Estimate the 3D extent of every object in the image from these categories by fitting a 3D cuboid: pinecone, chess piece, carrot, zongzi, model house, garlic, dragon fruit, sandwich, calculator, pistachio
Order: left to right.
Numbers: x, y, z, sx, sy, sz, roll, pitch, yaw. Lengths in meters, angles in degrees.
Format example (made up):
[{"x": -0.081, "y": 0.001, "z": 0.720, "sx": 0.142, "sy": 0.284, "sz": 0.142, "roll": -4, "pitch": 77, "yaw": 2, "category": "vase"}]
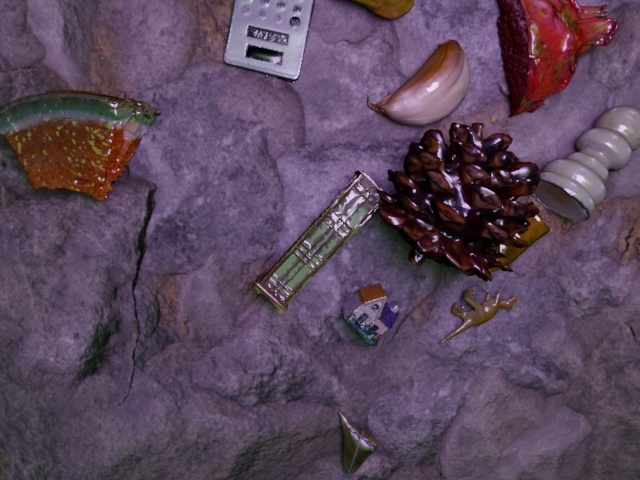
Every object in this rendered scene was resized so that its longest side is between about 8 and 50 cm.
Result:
[{"x": -0.484, "y": -0.194, "z": 0.836, "sx": 0.292, "sy": 0.109, "sz": 0.212, "roll": 13, "pitch": 98, "yaw": -5, "category": "sandwich"}, {"x": -0.093, "y": -0.459, "z": 0.854, "sx": 0.161, "sy": 0.021, "sz": 0.262, "roll": 11, "pitch": 98, "yaw": -4, "category": "calculator"}, {"x": 0.060, "y": 0.467, "z": 0.996, "sx": 0.113, "sy": 0.052, "sz": 0.104, "roll": 37, "pitch": 102, "yaw": 6, "category": "zongzi"}, {"x": 0.096, "y": -0.495, "z": 0.815, "sx": 0.189, "sy": 0.100, "sz": 0.110, "roll": 23, "pitch": 102, "yaw": -4, "category": "pistachio"}, {"x": 0.116, "y": 0.156, "z": 0.925, "sx": 0.100, "sy": 0.088, "sz": 0.101, "roll": -42, "pitch": 102, "yaw": 6, "category": "model house"}, {"x": 0.211, "y": -0.289, "z": 0.847, "sx": 0.206, "sy": 0.115, "sz": 0.128, "roll": -33, "pitch": 105, "yaw": 6, "category": "garlic"}, {"x": 0.265, "y": -0.074, "z": 0.797, "sx": 0.298, "sy": 0.242, "sz": 0.296, "roll": 31, "pitch": 74, "yaw": -24, "category": "pinecone"}, {"x": 0.403, "y": -0.003, "z": 0.915, "sx": 0.173, "sy": 0.082, "sz": 0.082, "roll": -40, "pitch": 98, "yaw": 8, "category": "carrot"}, {"x": 0.458, "y": -0.397, "z": 0.830, "sx": 0.211, "sy": 0.134, "sz": 0.262, "roll": -16, "pitch": 99, "yaw": -3, "category": "dragon fruit"}, {"x": 0.561, "y": -0.168, "z": 0.879, "sx": 0.133, "sy": 0.133, "sz": 0.243, "roll": 42, "pitch": 91, "yaw": -8, "category": "chess piece"}]

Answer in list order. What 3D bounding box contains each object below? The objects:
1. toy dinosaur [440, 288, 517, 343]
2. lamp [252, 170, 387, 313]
[{"x": 0.352, "y": 0.176, "z": 0.963, "sx": 0.126, "sy": 0.039, "sz": 0.162, "roll": 19, "pitch": 99, "yaw": -7, "category": "toy dinosaur"}, {"x": 0.000, "y": 0.000, "z": 0.896, "sx": 0.089, "sy": 0.090, "sz": 0.325, "roll": 43, "pitch": 94, "yaw": -7, "category": "lamp"}]
